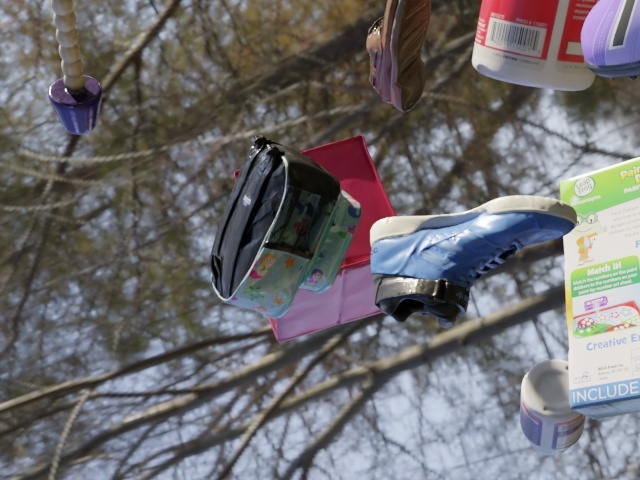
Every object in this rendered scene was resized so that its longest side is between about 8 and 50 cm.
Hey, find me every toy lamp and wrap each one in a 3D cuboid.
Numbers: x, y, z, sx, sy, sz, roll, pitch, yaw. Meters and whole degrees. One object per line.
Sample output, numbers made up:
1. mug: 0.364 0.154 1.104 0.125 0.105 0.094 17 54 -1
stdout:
1. toy lamp: -0.350 -0.268 1.455 0.080 0.080 0.274 -81 -6 -47

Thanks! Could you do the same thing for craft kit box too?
1. craft kit box: 0.347 0.026 0.977 0.061 0.250 0.246 26 -123 -43

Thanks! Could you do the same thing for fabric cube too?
1. fabric cube: 0.000 0.000 1.955 0.258 0.259 0.254 93 159 -63

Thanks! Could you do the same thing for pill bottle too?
1. pill bottle: 0.385 0.284 1.742 0.193 0.108 0.108 76 -172 -57
2. pill bottle: 0.416 -0.489 1.882 0.229 0.229 0.407 -34 -44 -64

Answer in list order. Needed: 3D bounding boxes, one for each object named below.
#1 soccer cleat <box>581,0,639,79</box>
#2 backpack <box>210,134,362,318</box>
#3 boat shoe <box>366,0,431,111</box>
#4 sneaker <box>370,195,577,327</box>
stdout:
1. soccer cleat: 0.266 -0.203 0.658 0.116 0.318 0.108 38 -119 -16
2. backpack: -0.066 -0.009 1.637 0.191 0.253 0.225 24 -173 -23
3. boat shoe: 0.134 -0.375 1.993 0.111 0.104 0.307 -41 -28 -29
4. sneaker: 0.109 0.020 0.751 0.058 0.152 0.084 48 -141 -61
